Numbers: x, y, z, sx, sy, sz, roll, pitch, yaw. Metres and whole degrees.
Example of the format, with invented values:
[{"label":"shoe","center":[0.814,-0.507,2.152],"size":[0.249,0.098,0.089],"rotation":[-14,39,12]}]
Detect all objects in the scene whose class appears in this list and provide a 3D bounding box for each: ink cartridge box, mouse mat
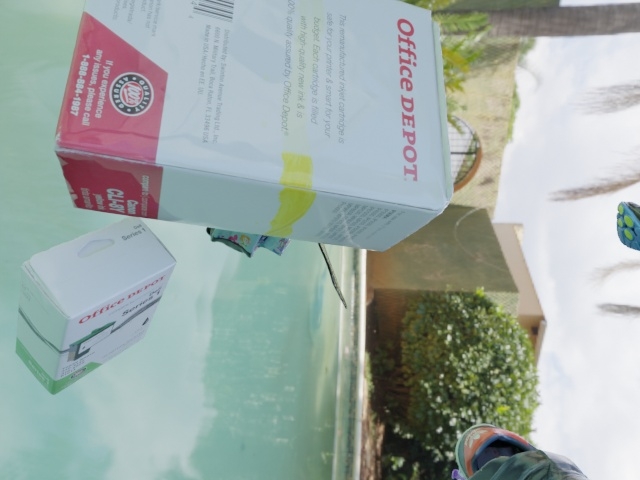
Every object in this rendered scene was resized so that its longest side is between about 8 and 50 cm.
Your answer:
[{"label":"ink cartridge box","center":[-0.305,0.088,0.670],"size":[0.160,0.092,0.219],"rotation":[-34,166,-45]},{"label":"ink cartridge box","center":[-0.063,-0.157,0.577],"size":[0.160,0.384,0.279],"rotation":[136,-41,-63]},{"label":"mouse mat","center":[0.000,0.000,0.733],"size":[0.153,0.007,0.190],"rotation":[65,5,-67]}]

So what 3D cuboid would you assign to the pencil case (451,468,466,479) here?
[{"label":"pencil case","center":[0.331,0.475,0.901],"size":[0.206,0.088,0.086],"rotation":[-144,-127,-61]}]

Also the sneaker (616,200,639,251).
[{"label":"sneaker","center":[0.531,-0.014,0.775],"size":[0.188,0.078,0.067],"rotation":[-106,-175,-69]}]

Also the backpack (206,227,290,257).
[{"label":"backpack","center":[-0.105,-0.109,1.004],"size":[0.225,0.191,0.254],"rotation":[-79,-170,-56]}]

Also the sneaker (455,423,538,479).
[{"label":"sneaker","center":[0.333,0.403,0.683],"size":[0.131,0.350,0.148],"rotation":[-45,155,-11]}]

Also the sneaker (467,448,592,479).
[{"label":"sneaker","center":[0.148,0.265,0.350],"size":[0.163,0.086,0.226],"rotation":[144,-34,-85]}]
